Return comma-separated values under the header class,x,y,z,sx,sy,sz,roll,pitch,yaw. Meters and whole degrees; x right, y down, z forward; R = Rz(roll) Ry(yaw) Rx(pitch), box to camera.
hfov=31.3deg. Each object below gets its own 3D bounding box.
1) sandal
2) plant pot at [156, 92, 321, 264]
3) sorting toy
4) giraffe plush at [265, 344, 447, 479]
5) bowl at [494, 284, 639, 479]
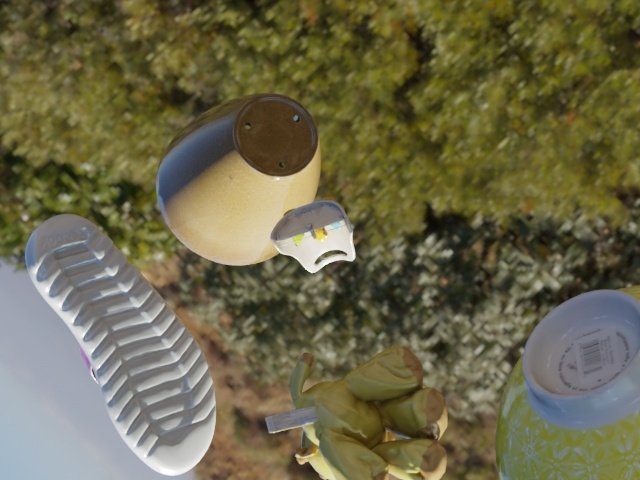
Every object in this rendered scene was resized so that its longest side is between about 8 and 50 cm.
class,x,y,z,sx,sy,sz,roll,pitch,yaw
sandal,-0.285,0.146,1.665,0.102,0.169,0.416,-11,109,59
plant pot,-0.092,-0.107,1.606,0.237,0.237,0.254,47,158,-2
sorting toy,0.000,0.000,1.201,0.045,0.083,0.075,-90,-22,-53
giraffe plush,0.037,0.235,1.362,0.210,0.181,0.170,4,154,-3
bowl,0.259,0.133,0.974,0.156,0.289,0.289,50,166,-30
